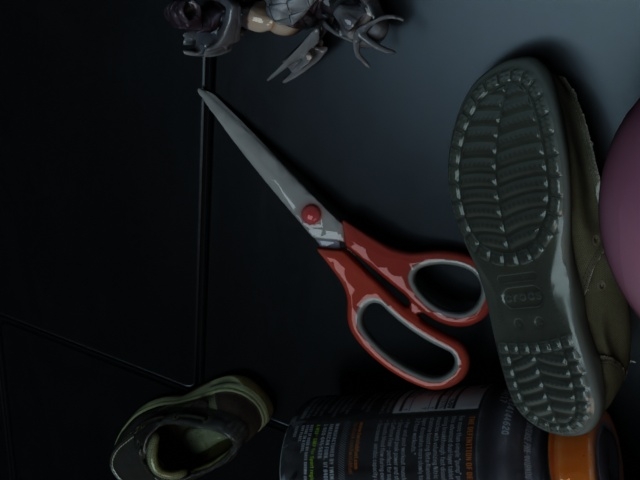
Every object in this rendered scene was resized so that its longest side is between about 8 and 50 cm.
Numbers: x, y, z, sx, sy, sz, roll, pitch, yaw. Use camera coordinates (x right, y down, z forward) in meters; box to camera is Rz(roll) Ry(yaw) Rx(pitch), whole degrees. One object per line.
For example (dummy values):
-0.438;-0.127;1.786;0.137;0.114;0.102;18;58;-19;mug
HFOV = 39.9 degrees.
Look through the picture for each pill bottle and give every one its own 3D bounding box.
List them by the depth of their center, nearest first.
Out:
0.101;0.178;0.679;0.246;0.130;0.130;-10;110;31;pill bottle

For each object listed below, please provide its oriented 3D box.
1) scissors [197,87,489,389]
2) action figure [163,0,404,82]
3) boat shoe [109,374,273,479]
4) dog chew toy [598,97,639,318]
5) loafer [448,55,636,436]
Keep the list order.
0.000;0.000;0.680;0.297;0.021;0.109;33;100;8;scissors
-0.059;-0.216;0.577;0.285;0.099;0.185;42;117;-3;action figure
-0.141;0.195;0.847;0.224;0.073;0.080;-30;99;35;boat shoe
0.284;-0.079;0.419;0.207;0.206;0.331;32;117;9;dog chew toy
0.155;0.001;0.596;0.094;0.087;0.251;0;103;48;loafer
